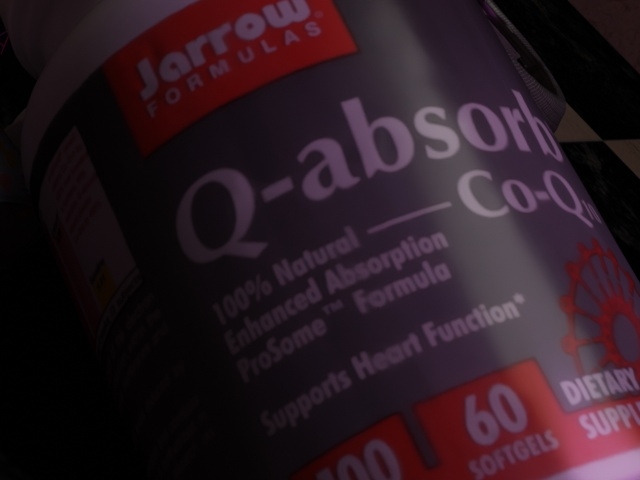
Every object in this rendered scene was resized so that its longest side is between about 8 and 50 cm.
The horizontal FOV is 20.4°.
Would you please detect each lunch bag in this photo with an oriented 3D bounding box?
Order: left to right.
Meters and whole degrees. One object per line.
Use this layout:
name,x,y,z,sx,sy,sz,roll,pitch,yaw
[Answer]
lunch bag,-0.163,-0.027,0.780,0.071,0.053,0.083,51,10,14

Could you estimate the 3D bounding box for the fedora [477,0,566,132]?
fedora,0.086,-0.167,1.498,0.275,0.124,0.243,34,21,-52

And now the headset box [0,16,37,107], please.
headset box,-0.132,-0.257,0.983,0.246,0.283,0.131,45,18,1

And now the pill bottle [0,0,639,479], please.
pill bottle,0.000,0.000,0.734,0.210,0.210,0.363,15,43,-56

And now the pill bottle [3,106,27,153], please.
pill bottle,-0.118,-0.043,0.889,0.065,0.065,0.116,45,18,4
